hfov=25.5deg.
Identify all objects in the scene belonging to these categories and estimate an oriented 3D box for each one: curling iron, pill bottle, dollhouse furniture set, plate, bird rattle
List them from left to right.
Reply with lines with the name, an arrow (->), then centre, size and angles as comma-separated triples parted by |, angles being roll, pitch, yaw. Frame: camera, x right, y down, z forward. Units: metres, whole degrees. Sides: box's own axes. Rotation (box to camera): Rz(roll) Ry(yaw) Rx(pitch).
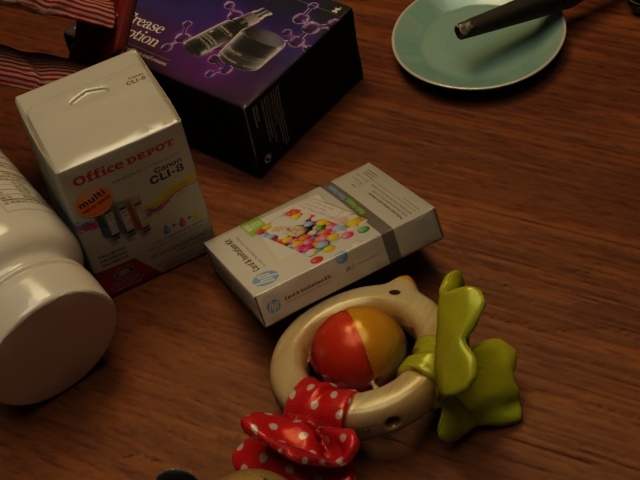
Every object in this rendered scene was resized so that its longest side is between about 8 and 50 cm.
dollhouse furniture set -> -0.367, -0.232, 1.469 | 0.201, 0.152, 0.374 | 6, 10, -36
pill bottle -> -0.320, 0.011, 1.305 | 0.160, 0.160, 0.283 | -34, 58, -19
bird rattle -> 0.038, 0.124, 1.198 | 0.253, 0.143, 0.207 | -29, 36, 1
plate -> 0.171, -0.218, 1.525 | 0.188, 0.024, 0.188 | -6, 46, 6
curling iron -> 0.268, -0.255, 1.502 | 0.274, 0.035, 0.068 | -14, 47, -17

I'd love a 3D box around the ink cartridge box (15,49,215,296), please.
ink cartridge box -> -0.193, -0.064, 1.347 | 0.128, 0.176, 0.127 | -25, 48, -12

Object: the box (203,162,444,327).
box -> 0.000, 0.000, 1.316 | 0.186, 0.038, 0.145 | -27, 28, -12

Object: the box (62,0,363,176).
box -> -0.115, -0.200, 1.515 | 0.261, 0.103, 0.184 | 24, 54, 30

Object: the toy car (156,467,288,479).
toy car -> -0.051, 0.230, 1.035 | 0.155, 0.188, 0.149 | 2, 48, 13
